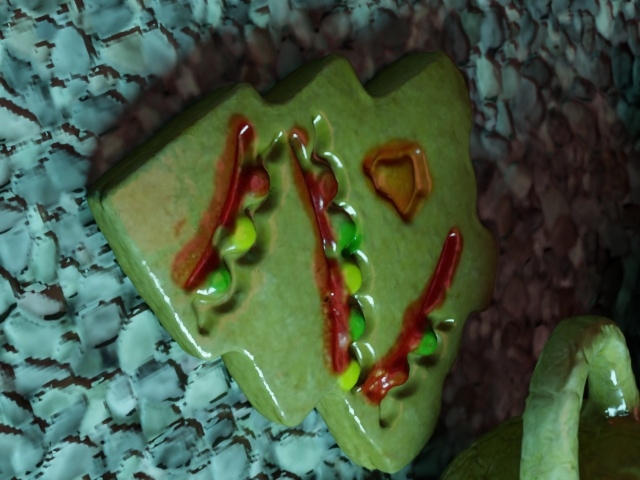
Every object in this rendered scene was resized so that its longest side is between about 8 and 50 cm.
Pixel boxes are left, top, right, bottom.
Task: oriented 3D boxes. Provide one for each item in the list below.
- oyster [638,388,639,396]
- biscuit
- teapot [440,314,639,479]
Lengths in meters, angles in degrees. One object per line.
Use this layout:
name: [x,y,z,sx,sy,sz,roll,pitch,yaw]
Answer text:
oyster: [0.244,0.074,0.790,0.337,0.133,0.198,-54,157,-3]
biscuit: [0.000,0.000,0.650,0.238,0.041,0.212,11,86,-41]
teapot: [0.125,0.181,0.638,0.167,0.203,0.311,-47,136,-46]
